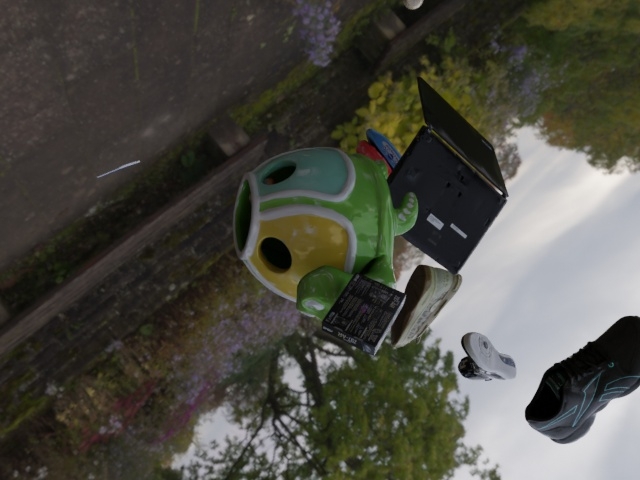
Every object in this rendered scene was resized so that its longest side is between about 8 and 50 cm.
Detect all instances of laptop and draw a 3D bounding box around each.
[{"bbox_3d":[0.210,-0.117,0.981,0.264,0.234,0.136,-56,-153,1],"label":"laptop"}]

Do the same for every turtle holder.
[{"bbox_3d":[-0.008,0.004,0.819,0.227,0.321,0.243,8,148,-21],"label":"turtle holder"}]

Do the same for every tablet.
[{"bbox_3d":[-0.410,-0.145,1.105,0.083,0.006,0.054,-11,-165,35],"label":"tablet"}]

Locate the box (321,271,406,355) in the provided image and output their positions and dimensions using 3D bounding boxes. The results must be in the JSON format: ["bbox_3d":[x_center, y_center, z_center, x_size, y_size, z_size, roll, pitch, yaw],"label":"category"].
[{"bbox_3d":[0.050,0.081,0.617,0.083,0.067,0.018,-53,157,-37],"label":"box"}]

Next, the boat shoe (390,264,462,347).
[{"bbox_3d":[0.218,0.156,1.188,0.285,0.089,0.105,107,-15,-55],"label":"boat shoe"}]

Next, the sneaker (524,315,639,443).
[{"bbox_3d":[0.456,0.236,0.928,0.267,0.106,0.101,-58,-156,13],"label":"sneaker"}]

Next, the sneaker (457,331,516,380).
[{"bbox_3d":[0.371,0.294,1.322,0.121,0.216,0.079,-21,-134,40],"label":"sneaker"}]

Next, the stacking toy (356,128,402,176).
[{"bbox_3d":[0.060,-0.105,1.277,0.301,0.175,0.166,-35,171,4],"label":"stacking toy"}]

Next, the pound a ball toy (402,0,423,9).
[{"bbox_3d":[0.254,-0.667,1.140,0.319,0.208,0.136,-37,-162,11],"label":"pound a ball toy"}]
